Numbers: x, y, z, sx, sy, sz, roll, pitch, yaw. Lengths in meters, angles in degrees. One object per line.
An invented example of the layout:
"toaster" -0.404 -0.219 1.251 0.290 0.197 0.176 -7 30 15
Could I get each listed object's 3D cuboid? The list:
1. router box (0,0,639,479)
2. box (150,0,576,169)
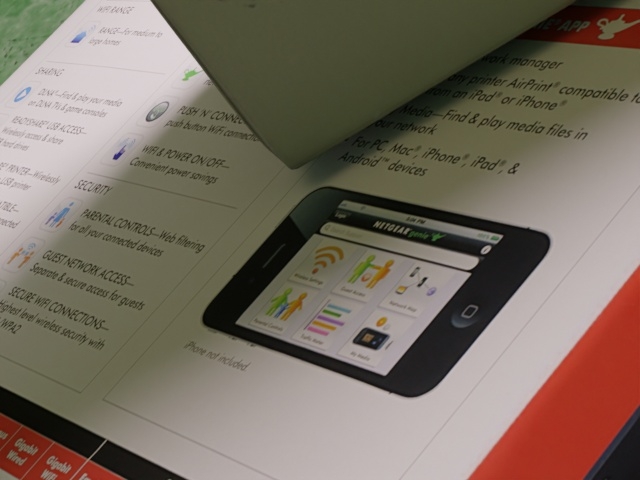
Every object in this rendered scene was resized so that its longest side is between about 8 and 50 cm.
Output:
"router box" 0.000 0.000 0.512 0.301 0.082 0.335 -48 30 -17
"box" 0.078 -0.138 0.431 0.275 0.094 0.113 -32 28 14
